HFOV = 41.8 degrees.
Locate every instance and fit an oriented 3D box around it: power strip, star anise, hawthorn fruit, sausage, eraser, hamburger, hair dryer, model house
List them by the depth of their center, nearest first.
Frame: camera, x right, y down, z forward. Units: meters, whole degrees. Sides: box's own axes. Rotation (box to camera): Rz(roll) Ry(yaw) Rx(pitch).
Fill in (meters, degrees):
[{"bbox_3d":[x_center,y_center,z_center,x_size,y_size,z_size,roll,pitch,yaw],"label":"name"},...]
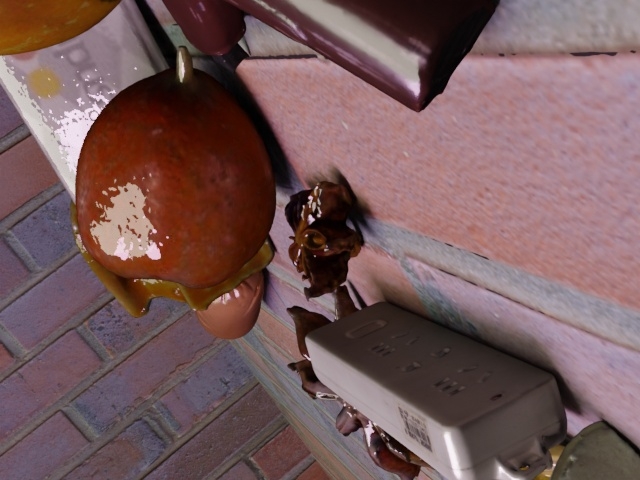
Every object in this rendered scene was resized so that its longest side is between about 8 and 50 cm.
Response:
[{"bbox_3d":[-0.048,-0.150,0.517,0.312,0.123,0.340,38,175,11],"label":"hair dryer"},{"bbox_3d":[0.196,0.189,0.552,0.121,0.084,0.054,50,168,17],"label":"hamburger"},{"bbox_3d":[0.077,0.116,0.711,0.338,0.098,0.058,17,128,67],"label":"power strip"},{"bbox_3d":[0.000,0.000,0.769,0.191,0.070,0.097,172,88,-77],"label":"star anise"},{"bbox_3d":[-0.138,-0.077,0.804,0.199,0.199,0.251,43,140,34],"label":"hawthorn fruit"},{"bbox_3d":[-0.264,-0.186,0.919,0.082,0.213,0.396,-87,-25,-59],"label":"eraser"},{"bbox_3d":[0.063,0.173,0.957,0.288,0.088,0.288,38,150,27],"label":"star anise"},{"bbox_3d":[-0.197,-0.033,1.120,0.239,0.173,0.268,2,139,31],"label":"model house"},{"bbox_3d":[-0.156,0.088,1.397,0.121,0.121,0.304,50,165,9],"label":"sausage"}]

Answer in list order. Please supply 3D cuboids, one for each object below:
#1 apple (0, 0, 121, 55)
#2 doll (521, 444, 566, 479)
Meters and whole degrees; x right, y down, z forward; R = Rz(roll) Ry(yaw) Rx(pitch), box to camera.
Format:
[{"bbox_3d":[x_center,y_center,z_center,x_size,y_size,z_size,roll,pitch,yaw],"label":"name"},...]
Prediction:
[{"bbox_3d":[-0.232,-0.244,0.581,0.237,0.208,0.236,178,90,-85],"label":"apple"},{"bbox_3d":[0.208,0.261,0.705,0.117,0.086,0.291,-11,121,39],"label":"doll"}]
